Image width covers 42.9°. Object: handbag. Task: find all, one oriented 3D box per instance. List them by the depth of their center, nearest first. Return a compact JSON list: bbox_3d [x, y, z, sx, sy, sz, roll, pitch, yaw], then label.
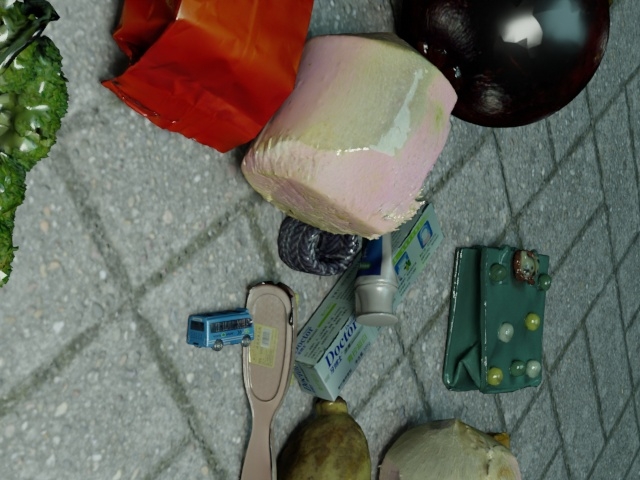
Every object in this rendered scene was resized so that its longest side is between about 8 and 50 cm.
[{"bbox_3d":[0.338,0.145,1.485,0.269,0.100,0.274,8,90,-49],"label":"handbag"}]

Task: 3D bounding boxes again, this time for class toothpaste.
[{"bbox_3d":[0.078,-0.015,1.125,0.096,0.061,0.266,107,-13,-66],"label":"toothpaste"},{"bbox_3d":[0.071,0.075,1.185,0.336,0.067,0.081,-52,132,-31],"label":"toothpaste"}]

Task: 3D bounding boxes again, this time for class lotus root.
[{"bbox_3d":[0.007,0.309,1.096,0.138,0.138,0.214,45,52,-44],"label":"lotus root"}]

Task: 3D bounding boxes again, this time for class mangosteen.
[{"bbox_3d":[0.282,-0.328,1.180,0.347,0.307,0.307,-38,125,-21],"label":"mangosteen"}]

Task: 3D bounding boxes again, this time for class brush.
[{"bbox_3d":[-0.061,0.205,1.054,0.067,0.072,0.312,-5,101,-63],"label":"brush"}]

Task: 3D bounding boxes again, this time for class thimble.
[{"bbox_3d":[-0.001,-0.001,1.088,0.104,0.066,0.095,15,87,-49],"label":"thimble"}]

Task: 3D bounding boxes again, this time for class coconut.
[{"bbox_3d":[0.044,-0.140,0.991,0.233,0.233,0.245,41,68,-45],"label":"coconut"},{"bbox_3d":[0.199,0.390,1.271,0.227,0.227,0.230,-23,114,-46],"label":"coconut"}]

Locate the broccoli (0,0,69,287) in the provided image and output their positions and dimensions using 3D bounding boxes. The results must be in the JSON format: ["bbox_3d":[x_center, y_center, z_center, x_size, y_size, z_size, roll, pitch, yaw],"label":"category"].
[{"bbox_3d":[-0.331,-0.074,0.533,0.321,0.283,0.303,1,111,-20],"label":"broccoli"}]

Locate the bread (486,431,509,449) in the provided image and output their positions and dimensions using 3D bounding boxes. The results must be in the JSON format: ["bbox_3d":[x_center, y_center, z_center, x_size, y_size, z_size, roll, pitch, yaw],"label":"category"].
[{"bbox_3d":[0.326,0.430,1.550,0.074,0.053,0.132,6,89,-50],"label":"bread"}]

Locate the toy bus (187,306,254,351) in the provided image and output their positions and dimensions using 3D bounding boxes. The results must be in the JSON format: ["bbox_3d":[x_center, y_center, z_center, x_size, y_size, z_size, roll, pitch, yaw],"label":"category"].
[{"bbox_3d":[-0.119,0.107,0.987,0.083,0.038,0.046,-2,94,-50],"label":"toy bus"}]

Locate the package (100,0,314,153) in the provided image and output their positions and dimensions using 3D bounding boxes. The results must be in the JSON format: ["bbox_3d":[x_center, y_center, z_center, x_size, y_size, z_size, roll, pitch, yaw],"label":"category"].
[{"bbox_3d":[-0.097,-0.322,0.884,0.196,0.123,0.423,20,79,-47],"label":"package"}]
